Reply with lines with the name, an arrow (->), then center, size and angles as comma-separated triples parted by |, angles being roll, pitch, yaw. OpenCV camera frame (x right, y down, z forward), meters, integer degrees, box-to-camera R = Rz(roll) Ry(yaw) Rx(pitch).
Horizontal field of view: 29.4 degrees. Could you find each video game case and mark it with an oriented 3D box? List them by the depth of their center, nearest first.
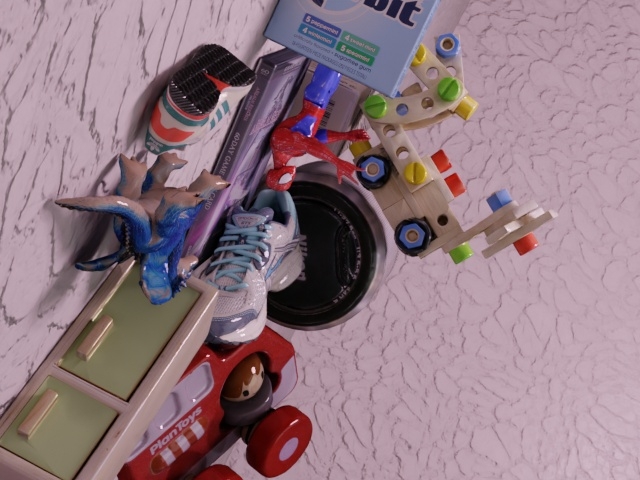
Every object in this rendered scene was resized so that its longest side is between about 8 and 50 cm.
video game case -> -0.090, -0.104, 1.487 | 0.274, 0.026, 0.196 | -65, 174, 18

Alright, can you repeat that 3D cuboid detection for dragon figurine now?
dragon figurine -> -0.157, 0.004, 1.068 | 0.144, 0.085, 0.289 | -65, 175, 14

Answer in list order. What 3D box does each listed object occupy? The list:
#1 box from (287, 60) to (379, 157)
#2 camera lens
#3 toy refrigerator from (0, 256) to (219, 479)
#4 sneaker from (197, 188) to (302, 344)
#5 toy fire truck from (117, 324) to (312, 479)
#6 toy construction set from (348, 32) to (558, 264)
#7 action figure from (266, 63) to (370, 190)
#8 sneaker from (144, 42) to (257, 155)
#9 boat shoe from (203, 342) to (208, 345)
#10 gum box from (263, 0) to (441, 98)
box -> 0.027, -0.202, 1.726 | 0.113, 0.094, 0.275 | -68, 172, 22
camera lens -> 0.000, 0.000, 1.753 | 0.219, 0.219, 0.274 | -65, 174, 13
toy refrigerator -> -0.205, 0.136, 1.154 | 0.269, 0.102, 0.094 | -58, 172, -39
sneaker -> -0.101, 0.024, 1.471 | 0.283, 0.110, 0.122 | -58, 155, -60
toy fire truck -> -0.147, 0.218, 1.572 | 0.302, 0.169, 0.254 | -39, 147, -26
toy construction set -> 0.162, -0.098, 1.590 | 0.215, 0.328, 0.151 | -31, 159, 4
action figure -> 0.032, -0.173, 1.516 | 0.280, 0.139, 0.091 | -61, 173, -1
sneaker -> -0.114, -0.124, 1.105 | 0.075, 0.057, 0.161 | -48, -177, 28
boat shoe -> -0.194, 0.227, 1.799 | 0.104, 0.089, 0.285 | -28, 152, -31
gum box -> 0.048, -0.270, 1.321 | 0.184, 0.157, 0.041 | -64, 174, 6
